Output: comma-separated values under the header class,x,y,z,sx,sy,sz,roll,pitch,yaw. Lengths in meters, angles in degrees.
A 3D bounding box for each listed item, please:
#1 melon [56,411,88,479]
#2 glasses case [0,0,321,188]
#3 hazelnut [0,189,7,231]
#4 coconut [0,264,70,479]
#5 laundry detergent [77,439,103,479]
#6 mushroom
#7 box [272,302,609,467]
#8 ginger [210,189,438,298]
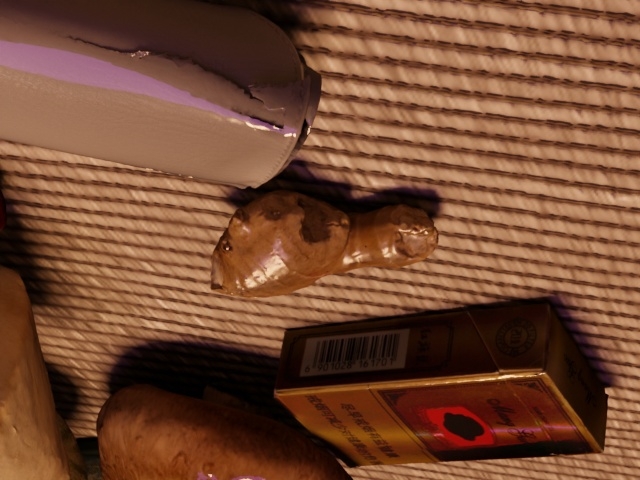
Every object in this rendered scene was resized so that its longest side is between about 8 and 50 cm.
class,x,y,z,sx,sy,sz,roll,pitch,yaw
melon,-0.367,0.257,1.233,0.329,0.248,0.248,-26,134,30
glasses case,-0.157,-0.106,0.762,0.308,0.083,0.128,13,153,-6
hazelnut,-0.272,-0.023,0.932,0.086,0.086,0.086,7,148,4
coconut,-0.336,0.135,0.983,0.329,0.329,0.329,7,148,4
laundry detergent,-0.235,0.318,1.313,0.144,0.222,0.078,-1,147,18
mushroom,-0.085,0.222,1.194,0.278,0.146,0.278,16,155,8
box,0.102,0.127,1.071,0.240,0.071,0.159,-8,142,27
ginger,-0.004,-0.005,0.898,0.165,0.067,0.096,-15,142,13
